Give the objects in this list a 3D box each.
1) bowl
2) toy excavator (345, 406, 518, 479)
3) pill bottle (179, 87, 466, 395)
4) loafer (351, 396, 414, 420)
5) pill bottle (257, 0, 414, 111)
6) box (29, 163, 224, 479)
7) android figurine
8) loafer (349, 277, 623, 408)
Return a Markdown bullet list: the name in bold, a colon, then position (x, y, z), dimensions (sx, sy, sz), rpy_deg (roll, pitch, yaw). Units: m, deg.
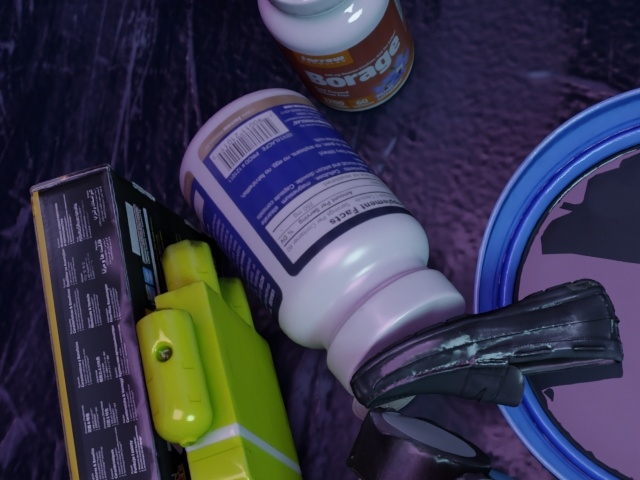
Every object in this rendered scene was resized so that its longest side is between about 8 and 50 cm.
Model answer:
- **bowl**: position (0.328, 0.056, 0.838), dimensions (0.391, 0.077, 0.391), rpy_deg (-4, 75, 14)
- **toy excavator**: position (0.245, 0.329, 0.714), dimensions (0.445, 0.433, 0.222), rpy_deg (20, 93, -24)
- **pill bottle**: position (0.000, 0.000, 0.878), dimensions (0.153, 0.153, 0.264), rpy_deg (-40, 62, 2)
- **loafer**: position (0.078, 0.116, 0.912), dimensions (0.125, 0.039, 0.045), rpy_deg (-45, 103, 3)
- **pill bottle**: position (0.012, -0.210, 0.911), dimensions (0.121, 0.216, 0.121), rpy_deg (-4, 76, 14)
- **box**: position (-0.134, 0.126, 0.844), dimensions (0.079, 0.257, 0.322), rpy_deg (-16, 74, 11)
- **android figurine**: position (-0.069, 0.141, 0.783), dimensions (0.056, 0.248, 0.272), rpy_deg (-19, 65, 7)
- **loafer**: position (0.134, 0.095, 0.774), dimensions (0.223, 0.076, 0.078), rpy_deg (-16, 72, -11)
